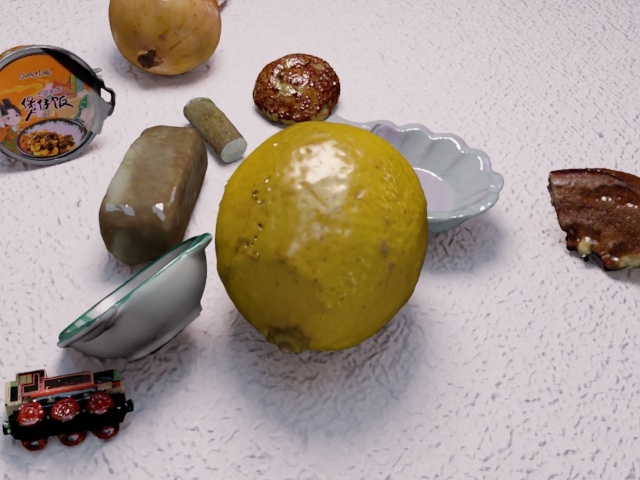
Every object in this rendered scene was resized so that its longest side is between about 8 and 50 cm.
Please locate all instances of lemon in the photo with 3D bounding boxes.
[{"bbox_3d":[0.000,0.000,1.021,0.253,0.253,0.310,13,59,9],"label":"lemon"}]

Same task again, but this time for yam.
[{"bbox_3d":[-0.161,-0.173,1.332,0.054,0.054,0.132,-21,49,-25],"label":"yam"}]

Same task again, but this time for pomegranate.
[{"bbox_3d":[-0.258,-0.367,1.438,0.191,0.191,0.191,2,43,-2],"label":"pomegranate"}]

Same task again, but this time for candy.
[{"bbox_3d":[-0.224,-0.067,1.174,0.104,0.102,0.234,4,42,3],"label":"candy"}]

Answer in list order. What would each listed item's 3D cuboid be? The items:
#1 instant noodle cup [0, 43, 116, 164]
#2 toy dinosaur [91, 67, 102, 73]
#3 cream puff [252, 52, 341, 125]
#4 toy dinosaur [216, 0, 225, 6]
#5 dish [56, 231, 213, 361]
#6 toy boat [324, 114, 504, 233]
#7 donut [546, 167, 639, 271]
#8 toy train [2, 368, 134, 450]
[{"bbox_3d":[-0.424,-0.217,1.285,0.208,0.178,0.125,4,24,-34],"label":"instant noodle cup"},{"bbox_3d":[-0.448,-0.251,1.406,0.187,0.044,0.106,-20,34,-7],"label":"toy dinosaur"},{"bbox_3d":[-0.037,-0.250,1.401,0.149,0.084,0.149,1,44,-1],"label":"cream puff"},{"bbox_3d":[-0.207,-0.488,1.666,0.101,0.055,0.280,11,41,-7],"label":"toy dinosaur"},{"bbox_3d":[-0.202,0.084,0.987,0.224,0.078,0.246,-32,9,15],"label":"dish"},{"bbox_3d":[0.110,-0.084,1.224,0.290,0.100,0.199,27,47,21],"label":"toy boat"},{"bbox_3d":[0.418,-0.035,1.179,0.186,0.144,0.126,2,14,35],"label":"donut"},{"bbox_3d":[-0.277,0.178,0.949,0.137,0.050,0.087,-8,41,-13],"label":"toy train"}]
